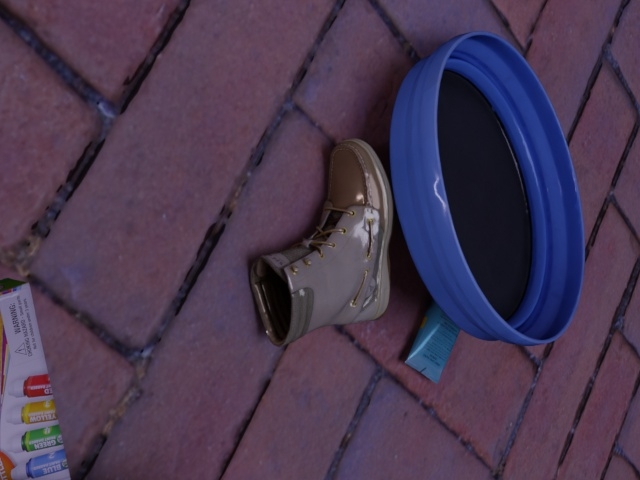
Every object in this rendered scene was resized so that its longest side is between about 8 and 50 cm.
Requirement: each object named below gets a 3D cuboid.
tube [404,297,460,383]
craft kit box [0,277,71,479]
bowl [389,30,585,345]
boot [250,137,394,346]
[{"bbox_3d":[0.173,0.080,1.283,0.080,0.052,0.207,34,74,-38],"label":"tube"},{"bbox_3d":[-0.321,0.179,0.752,0.246,0.061,0.250,-18,105,-36],"label":"craft kit box"},{"bbox_3d":[0.213,-0.060,1.213,0.391,0.077,0.391,22,62,-48],"label":"bowl"},{"bbox_3d":[0.000,0.000,1.072,0.165,0.077,0.213,-12,104,-42],"label":"boot"}]
